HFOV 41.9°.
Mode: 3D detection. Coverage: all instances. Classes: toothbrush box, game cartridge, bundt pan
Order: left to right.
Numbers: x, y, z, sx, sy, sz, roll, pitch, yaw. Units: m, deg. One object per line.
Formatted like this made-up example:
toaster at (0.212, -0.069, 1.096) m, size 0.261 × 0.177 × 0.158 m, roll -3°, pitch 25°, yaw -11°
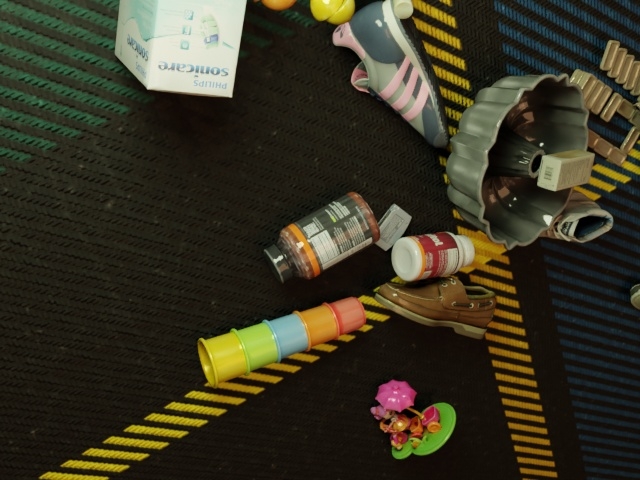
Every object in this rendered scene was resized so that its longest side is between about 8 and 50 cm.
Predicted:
toothbrush box at (-0.188, -0.368, 1.145) m, size 0.126 × 0.216 × 0.295 m, roll 1°, pitch 112°, yaw -27°
game cartridge at (0.135, -0.023, 1.599) m, size 0.056 × 0.017 × 0.083 m, roll 35°, pitch 95°, yaw -31°
bundt pan at (0.352, -0.158, 1.547) m, size 0.331 × 0.124 × 0.331 m, roll -22°, pitch 124°, yaw -36°

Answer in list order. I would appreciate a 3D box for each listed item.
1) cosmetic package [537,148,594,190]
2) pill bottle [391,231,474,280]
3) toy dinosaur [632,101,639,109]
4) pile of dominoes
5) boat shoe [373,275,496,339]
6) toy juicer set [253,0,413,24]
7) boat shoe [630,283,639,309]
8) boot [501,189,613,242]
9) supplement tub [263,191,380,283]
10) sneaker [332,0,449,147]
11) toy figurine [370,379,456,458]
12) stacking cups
cosmetic package at (0.452, -0.130, 1.537) m, size 0.115 × 0.041 × 0.060 m, roll -12°, pitch 117°, yaw -41°
pill bottle at (0.220, 0.028, 1.620) m, size 0.152 × 0.086 × 0.086 m, roll -7°, pitch 117°, yaw -32°
toy dinosaur at (0.727, -0.207, 1.673) m, size 0.127 × 0.295 × 0.200 m, roll -22°, pitch 90°, yaw 7°
pile of dominoes at (0.590, -0.281, 1.706) m, size 0.251 × 0.040 × 0.196 m, roll 20°, pitch 103°, yaw -41°
boat shoe at (0.232, 0.112, 1.668) m, size 0.307 × 0.111 × 0.104 m, roll 16°, pitch 102°, yaw -42°
toy juicer set at (0.029, -0.406, 1.239) m, size 0.329 × 0.209 × 0.089 m, roll -5°, pitch 139°, yaw -25°
boat shoe at (0.816, 0.124, 1.987) m, size 0.227 × 0.069 × 0.081 m, roll 9°, pitch 144°, yaw -28°
boot at (0.465, -0.045, 1.689) m, size 0.258 × 0.123 × 0.095 m, roll -11°, pitch 118°, yaw -22°
supplement tub at (0.000, 0.000, 1.488) m, size 0.198 × 0.106 × 0.106 m, roll -28°, pitch 123°, yaw -11°
sneaker at (0.129, -0.273, 1.440) m, size 0.131 × 0.112 × 0.319 m, roll -16°, pitch 134°, yaw 18°
toy figurine at (0.170, 0.367, 1.770) m, size 0.173 × 0.130 × 0.159 m, roll -37°, pitch 114°, yaw 23°
stacking cups at (-0.064, 0.186, 1.555) m, size 0.316 × 0.096 × 0.096 m, roll -14°, pitch 119°, yaw -22°
